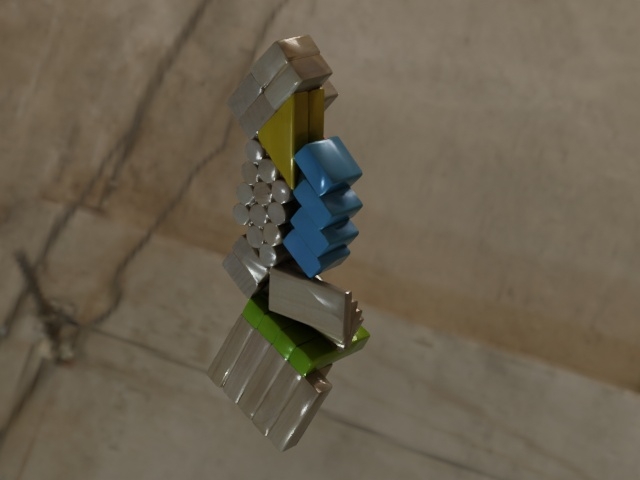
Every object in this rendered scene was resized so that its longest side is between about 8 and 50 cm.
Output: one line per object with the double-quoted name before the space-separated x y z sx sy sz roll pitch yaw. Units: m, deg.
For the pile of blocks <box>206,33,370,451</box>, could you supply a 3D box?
"pile of blocks" 0.000 0.000 1.290 0.112 0.149 0.362 -21 -56 -47
